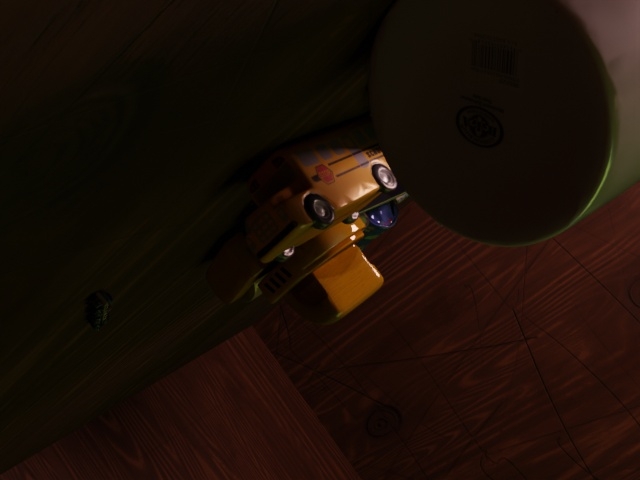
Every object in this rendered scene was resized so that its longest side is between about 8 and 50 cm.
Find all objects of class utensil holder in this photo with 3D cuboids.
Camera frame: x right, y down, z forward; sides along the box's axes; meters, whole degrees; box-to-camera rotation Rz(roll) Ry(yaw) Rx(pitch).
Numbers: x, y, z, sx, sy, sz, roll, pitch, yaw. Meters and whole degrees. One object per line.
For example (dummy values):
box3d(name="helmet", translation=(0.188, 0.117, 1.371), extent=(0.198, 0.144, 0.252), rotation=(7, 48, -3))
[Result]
box3d(name="utensil holder", translation=(0.292, -0.202, 0.885), extent=(0.385, 0.327, 0.327), rotation=(-30, 172, -36))

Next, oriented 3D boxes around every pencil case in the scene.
box3d(name="pencil case", translation=(0.134, -0.048, 2.228), extent=(0.133, 0.119, 0.306), rotation=(-3, 163, -18))

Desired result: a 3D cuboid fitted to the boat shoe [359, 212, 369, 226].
box3d(name="boat shoe", translation=(0.010, -0.013, 1.794), extent=(0.120, 0.122, 0.324), rotation=(-36, 175, 28))

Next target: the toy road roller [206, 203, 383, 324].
box3d(name="toy road roller", translation=(-0.037, 0.048, 1.354), extent=(0.202, 0.240, 0.329), rotation=(-32, 173, -36))

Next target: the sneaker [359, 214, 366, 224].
box3d(name="sneaker", translation=(0.000, 0.000, 1.607), extent=(0.212, 0.094, 0.080), rotation=(-13, -176, -2))

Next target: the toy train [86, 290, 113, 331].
box3d(name="toy train", translation=(-0.337, 0.108, 1.139), extent=(0.036, 0.027, 0.158), rotation=(-38, 176, -25))

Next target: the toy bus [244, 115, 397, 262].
box3d(name="toy bus", translation=(0.008, -0.084, 1.104), extent=(0.108, 0.130, 0.332), rotation=(-39, 174, 39))

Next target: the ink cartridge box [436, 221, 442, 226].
box3d(name="ink cartridge box", translation=(0.322, -0.112, 1.518), extent=(0.218, 0.092, 0.158), rotation=(-22, -179, 7))

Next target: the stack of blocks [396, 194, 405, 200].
box3d(name="stack of blocks", translation=(0.300, -0.221, 1.979), extent=(0.297, 0.087, 0.171), rotation=(-37, 174, 5))

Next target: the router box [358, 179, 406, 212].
box3d(name="router box", translation=(0.204, -0.154, 1.519), extent=(0.335, 0.082, 0.301), rotation=(-24, 180, 9))
